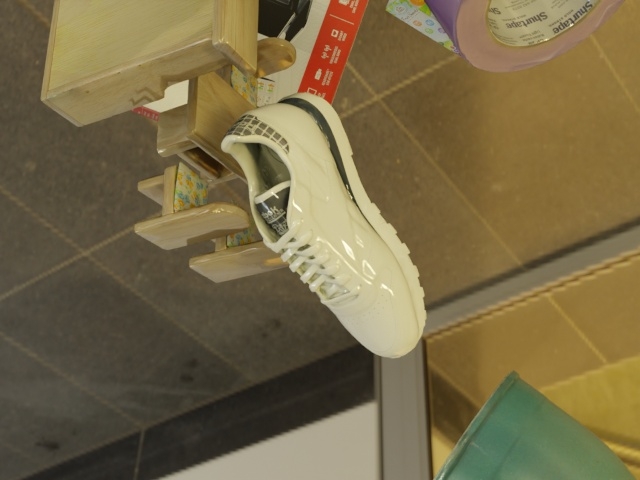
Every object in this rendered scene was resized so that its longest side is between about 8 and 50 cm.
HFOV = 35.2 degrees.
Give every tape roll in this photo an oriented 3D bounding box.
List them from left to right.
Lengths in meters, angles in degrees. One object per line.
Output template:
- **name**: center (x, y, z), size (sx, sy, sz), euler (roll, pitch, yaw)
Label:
- **tape roll**: center (0.183, -0.242, 0.877), size (0.189, 0.080, 0.189), euler (-20, 150, -12)

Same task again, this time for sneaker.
- **sneaker**: center (0.000, 0.000, 0.811), size (0.090, 0.095, 0.235), euler (-26, 96, 38)

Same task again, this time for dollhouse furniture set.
- **dollhouse furniture set**: center (-0.075, -0.116, 0.813), size (0.161, 0.212, 0.242), euler (-14, 151, 26)

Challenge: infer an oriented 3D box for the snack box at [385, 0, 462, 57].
- **snack box**: center (0.136, -0.264, 0.994), size (0.100, 0.141, 0.037), euler (27, 162, -15)

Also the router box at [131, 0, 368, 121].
- **router box**: center (-0.105, -0.287, 1.214), size (0.301, 0.335, 0.082), euler (20, 176, -11)

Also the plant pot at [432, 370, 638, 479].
- **plant pot**: center (0.255, 0.331, 1.146), size (0.255, 0.272, 0.271), euler (33, 139, 17)
